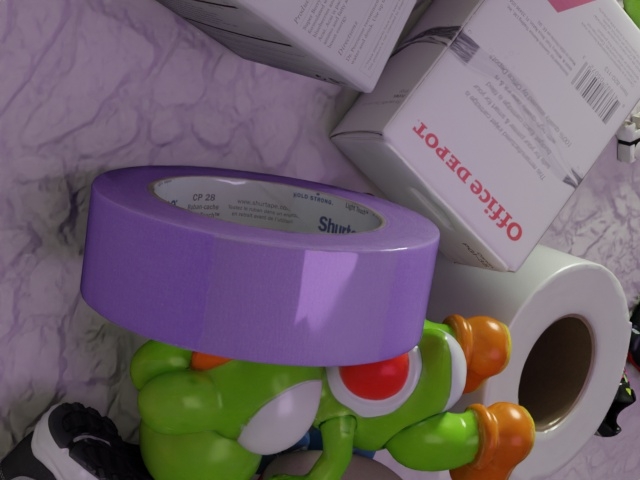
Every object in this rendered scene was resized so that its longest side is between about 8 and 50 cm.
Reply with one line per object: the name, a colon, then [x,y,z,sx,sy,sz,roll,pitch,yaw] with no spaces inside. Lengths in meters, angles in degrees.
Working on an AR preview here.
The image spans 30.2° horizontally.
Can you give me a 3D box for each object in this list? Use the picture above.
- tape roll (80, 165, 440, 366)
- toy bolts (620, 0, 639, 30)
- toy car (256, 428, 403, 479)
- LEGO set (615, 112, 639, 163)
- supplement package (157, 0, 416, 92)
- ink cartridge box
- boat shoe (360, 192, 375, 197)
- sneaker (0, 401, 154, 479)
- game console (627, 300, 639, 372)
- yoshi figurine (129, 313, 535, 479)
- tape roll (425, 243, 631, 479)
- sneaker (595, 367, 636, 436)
tape roll: [-0.048,0.012,0.942,0.275,0.275,0.090,-2,106,-43]
toy bolts: [0.370,-0.273,1.366,0.229,0.158,0.218,5,61,-34]
toy car: [-0.029,0.321,1.171,0.210,0.219,0.238,19,121,-46]
LEGO set: [0.477,-0.128,1.517,0.227,0.087,0.093,-23,120,-34]
supplement package: [-0.068,-0.262,0.890,0.293,0.175,0.177,29,86,-45]
ink cartridge box: [0.175,-0.140,1.170,0.207,0.117,0.283,44,74,-23]
boat shoe: [0.000,0.000,1.146,0.135,0.045,0.050,-42,122,-19]
sneaker: [-0.185,0.231,1.040,0.108,0.100,0.271,-35,138,7]
game console: [0.598,0.070,1.726,0.342,0.060,0.386,41,76,-44]
yoshi figurine: [-0.007,0.151,1.046,0.362,0.203,0.202,6,100,-28]
tape roll: [0.193,0.117,1.284,0.246,0.169,0.246,-18,117,-39]
sneaker: [0.382,0.182,1.553,0.063,0.075,0.170,11,98,-45]
